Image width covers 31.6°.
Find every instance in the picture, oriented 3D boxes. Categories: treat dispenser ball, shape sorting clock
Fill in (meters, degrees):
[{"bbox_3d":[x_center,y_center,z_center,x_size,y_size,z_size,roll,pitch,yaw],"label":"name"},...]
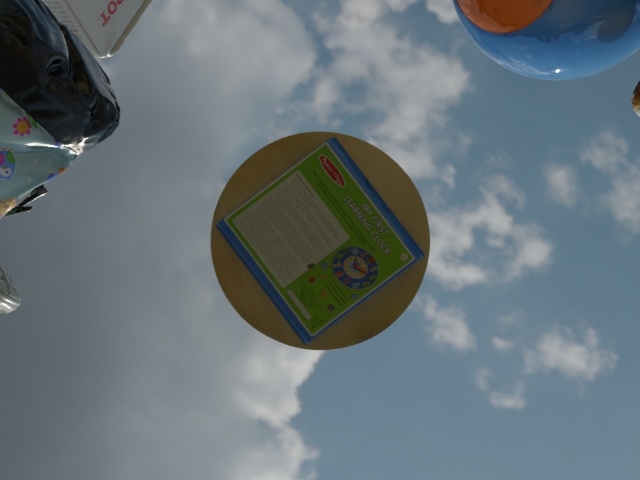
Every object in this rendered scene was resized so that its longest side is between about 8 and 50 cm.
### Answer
[{"bbox_3d":[0.306,-0.348,1.432,0.288,0.288,0.288,-7,-108,23],"label":"treat dispenser ball"},{"bbox_3d":[0.000,0.000,1.062,0.206,0.040,0.206,0,-92,4],"label":"shape sorting clock"}]

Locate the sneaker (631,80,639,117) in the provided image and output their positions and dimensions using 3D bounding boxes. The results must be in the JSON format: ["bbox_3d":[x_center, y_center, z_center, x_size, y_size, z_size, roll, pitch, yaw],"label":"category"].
[{"bbox_3d":[0.505,-0.179,1.276,0.296,0.131,0.112,-20,-154,50],"label":"sneaker"}]

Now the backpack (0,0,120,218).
[{"bbox_3d":[-0.216,-0.062,0.599,0.182,0.152,0.115,-34,-143,5],"label":"backpack"}]

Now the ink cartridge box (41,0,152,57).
[{"bbox_3d":[-0.367,-0.473,1.515,0.160,0.384,0.279,7,-126,30],"label":"ink cartridge box"}]

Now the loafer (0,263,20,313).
[{"bbox_3d":[-0.581,0.050,1.737,0.111,0.319,0.112,-36,-121,5],"label":"loafer"}]
